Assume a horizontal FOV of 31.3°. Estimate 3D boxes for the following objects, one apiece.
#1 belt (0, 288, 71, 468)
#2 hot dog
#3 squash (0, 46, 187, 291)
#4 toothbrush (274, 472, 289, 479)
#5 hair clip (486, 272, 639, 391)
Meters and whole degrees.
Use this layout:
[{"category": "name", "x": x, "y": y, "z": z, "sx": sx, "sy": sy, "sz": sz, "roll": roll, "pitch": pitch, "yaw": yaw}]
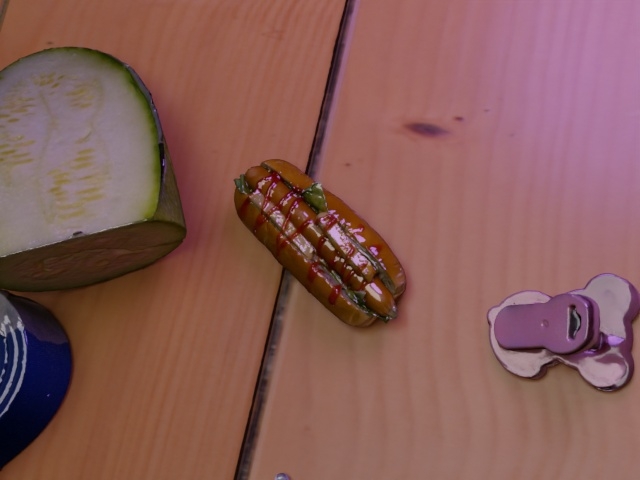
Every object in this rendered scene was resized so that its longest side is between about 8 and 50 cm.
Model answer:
[{"category": "belt", "x": -0.464, "y": 0.192, "z": 1.340, "sx": 0.347, "sy": 0.117, "sz": 0.212, "roll": -36, "pitch": 69, "yaw": 6}, {"category": "hot dog", "x": 0.000, "y": 0.000, "z": 1.281, "sx": 0.104, "sy": 0.076, "sz": 0.250, "roll": -44, "pitch": 66, "yaw": 0}, {"category": "squash", "x": -0.298, "y": -0.116, "z": 1.330, "sx": 0.234, "sy": 0.210, "sz": 0.309, "roll": -14, "pitch": 76, "yaw": -3}, {"category": "toothbrush", "x": -0.018, "y": 0.376, "z": 1.206, "sx": 0.022, "sy": 0.026, "sz": 0.263, "roll": -14, "pitch": 72, "yaw": 5}, {"category": "hair clip", "x": 0.257, "y": 0.097, "z": 1.203, "sx": 0.138, "sy": 0.102, "sz": 0.123, "roll": -15, "pitch": 66, "yaw": 46}]
